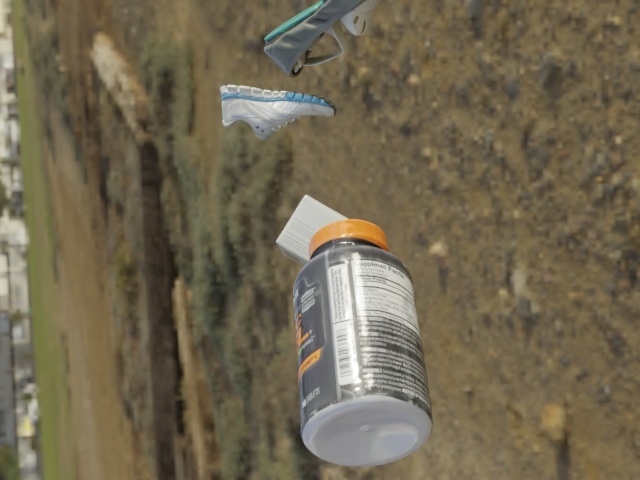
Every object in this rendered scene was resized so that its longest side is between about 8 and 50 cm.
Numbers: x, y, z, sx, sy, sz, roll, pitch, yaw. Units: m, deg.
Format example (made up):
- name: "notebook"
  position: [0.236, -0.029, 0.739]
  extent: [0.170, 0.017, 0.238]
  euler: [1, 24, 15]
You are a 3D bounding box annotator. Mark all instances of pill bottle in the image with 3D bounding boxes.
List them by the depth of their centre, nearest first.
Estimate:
- name: "pill bottle"
  position: [0.038, 0.095, 1.232]
  extent: [0.130, 0.130, 0.246]
  euler: [104, 166, -48]

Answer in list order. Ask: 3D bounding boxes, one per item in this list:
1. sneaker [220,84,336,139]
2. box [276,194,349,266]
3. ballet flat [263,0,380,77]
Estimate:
- name: "sneaker"
  position: [-0.069, -0.201, 1.934]
  extent: [0.071, 0.190, 0.083]
  euler: [-15, -69, -82]
- name: "box"
  position: [0.000, 0.000, 1.814]
  extent: [0.087, 0.102, 0.101]
  euler: [-59, -9, -8]
- name: "ballet flat"
  position: [0.021, -0.243, 1.311]
  extent: [0.068, 0.072, 0.213]
  euler: [52, 136, -8]
